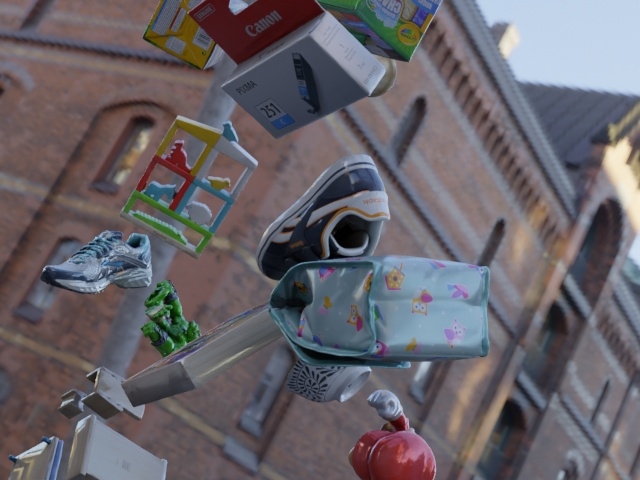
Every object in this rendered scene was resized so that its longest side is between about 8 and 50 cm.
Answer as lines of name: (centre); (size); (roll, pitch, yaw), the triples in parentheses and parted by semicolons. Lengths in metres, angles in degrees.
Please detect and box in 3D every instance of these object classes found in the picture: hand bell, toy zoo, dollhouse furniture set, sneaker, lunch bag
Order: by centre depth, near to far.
lunch bag: (0.078, 0.104, 1.632); (0.223, 0.160, 0.262); (5, -7, -36)
sneaker: (0.000, 0.000, 1.892); (0.126, 0.127, 0.321); (-2, -32, -36)
dollhouse furniture set: (-0.483, 0.465, 2.253); (0.303, 0.286, 0.198); (-31, -55, 27)
hand bell: (0.051, -0.328, 2.310); (0.126, 0.242, 0.126); (10, -67, 24)
toy zoo: (-0.263, -0.125, 2.347); (0.192, 0.293, 0.030); (30, 18, -11)
sneaker: (-0.466, 0.037, 2.366); (0.110, 0.122, 0.283); (15, 13, 33)

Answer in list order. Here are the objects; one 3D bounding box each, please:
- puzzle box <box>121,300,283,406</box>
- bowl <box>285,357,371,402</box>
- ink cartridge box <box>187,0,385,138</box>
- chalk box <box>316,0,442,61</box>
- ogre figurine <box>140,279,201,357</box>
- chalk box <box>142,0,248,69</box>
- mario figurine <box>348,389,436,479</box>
puzzle box: (-0.168, 0.177, 1.899); (0.052, 0.272, 0.409); (60, -26, -1)
bowl: (0.030, 0.212, 1.861); (0.080, 0.170, 0.170); (44, -11, 21)
ink cartridge box: (-0.075, -0.304, 1.837); (0.261, 0.066, 0.296); (43, -29, -18)
chalk box: (0.087, -0.438, 1.998); (0.180, 0.289, 0.179); (24, -7, 44)
ogre figurine: (-0.293, 0.164, 2.191); (0.118, 0.097, 0.197); (63, -8, -23)
chalk box: (-0.232, -0.422, 2.173); (0.132, 0.132, 0.213); (28, 16, -2)
mario figurine: (0.105, 0.384, 2.022); (0.198, 0.170, 0.320); (59, -1, 12)
